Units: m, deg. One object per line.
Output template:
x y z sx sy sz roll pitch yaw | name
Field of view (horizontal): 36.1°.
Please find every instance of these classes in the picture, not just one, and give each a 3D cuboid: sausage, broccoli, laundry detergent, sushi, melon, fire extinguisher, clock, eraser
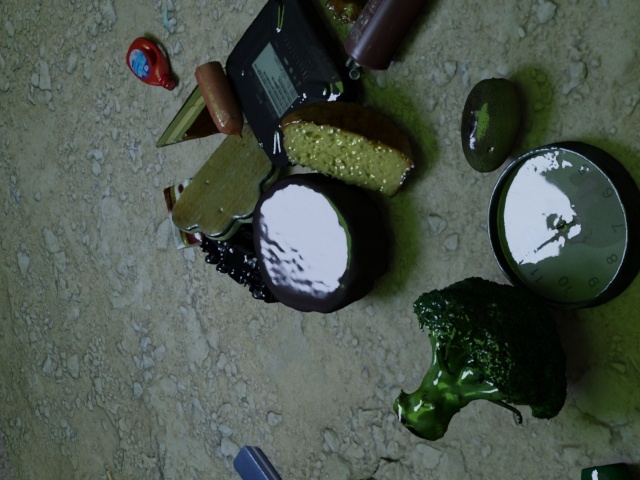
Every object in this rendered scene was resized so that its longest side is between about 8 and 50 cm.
-0.211 -0.294 2.090 0.065 0.065 0.169 -30 81 45 | sausage
0.262 0.201 1.618 0.297 0.297 0.297 -51 60 17 | broccoli
-0.399 -0.416 2.357 0.165 0.049 0.097 40 122 30 | laundry detergent
0.051 -0.439 1.875 0.118 0.061 0.060 -125 38 -54 | sushi
0.285 -0.193 1.650 0.099 0.099 0.162 20 111 42 | melon
0.117 -0.397 1.789 0.105 0.104 0.269 52 131 25 | fire extinguisher
0.394 -0.022 1.603 0.280 0.055 0.281 11 106 44 | clock
-0.120 0.579 2.282 0.225 0.036 0.082 49 130 27 | eraser

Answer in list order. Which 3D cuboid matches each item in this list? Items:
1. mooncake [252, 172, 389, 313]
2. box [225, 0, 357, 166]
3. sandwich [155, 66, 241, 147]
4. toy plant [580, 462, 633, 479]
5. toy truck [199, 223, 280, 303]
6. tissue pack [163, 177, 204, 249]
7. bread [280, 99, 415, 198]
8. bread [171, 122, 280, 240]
0.000 0.000 1.938 0.283 0.141 0.283 10 108 33 | mooncake
-0.067 -0.331 2.003 0.289 0.073 0.290 -43 67 44 | box
-0.277 -0.294 2.159 0.117 0.187 0.144 -8 98 46 | sandwich
0.479 0.484 1.578 0.233 0.112 0.243 112 144 -44 | toy plant
-0.150 0.043 2.138 0.259 0.121 0.088 34 120 37 | toy truck
-0.288 -0.064 2.275 0.106 0.099 0.149 -18 85 46 | tissue pack
0.059 -0.191 1.856 0.260 0.134 0.129 22 137 2 | bread
-0.188 -0.108 2.113 0.286 0.056 0.207 -49 57 5 | bread
